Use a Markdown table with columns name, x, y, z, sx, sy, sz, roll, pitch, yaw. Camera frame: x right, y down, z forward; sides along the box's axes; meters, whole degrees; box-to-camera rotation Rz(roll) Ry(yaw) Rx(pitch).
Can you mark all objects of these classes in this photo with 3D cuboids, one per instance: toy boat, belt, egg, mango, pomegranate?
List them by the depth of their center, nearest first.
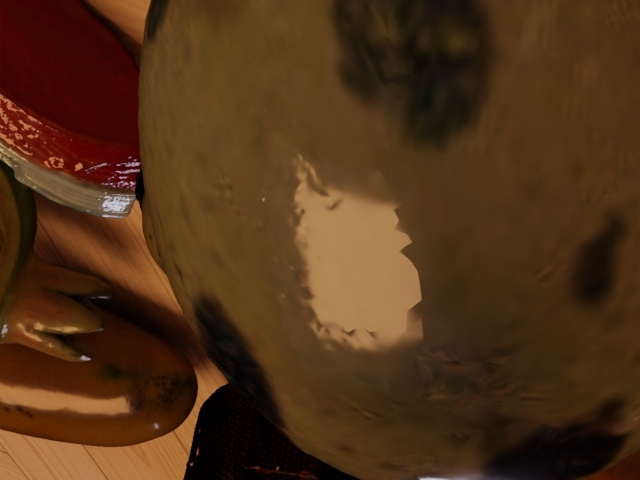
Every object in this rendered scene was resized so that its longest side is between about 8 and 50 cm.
| name | x | y | z | sx | sy | sz | roll | pitch | yaw |
| --- | --- | --- | --- | --- | --- | --- | --- | --- | --- |
| egg | 0.072 | -0.053 | 0.840 | 0.345 | 0.345 | 0.428 | 16 | 144 | 31 |
| toy boat | -0.270 | -0.145 | 1.278 | 0.332 | 0.145 | 0.133 | 43 | 141 | -7 |
| pomegranate | -0.391 | 0.030 | 1.578 | 0.359 | 0.309 | 0.216 | 19 | 173 | -14 |
| belt | -0.054 | 0.238 | 1.662 | 0.184 | 0.164 | 0.289 | 11 | 153 | -11 |
| mango | -0.279 | 0.143 | 1.724 | 0.317 | 0.172 | 0.211 | 13 | 167 | 18 |

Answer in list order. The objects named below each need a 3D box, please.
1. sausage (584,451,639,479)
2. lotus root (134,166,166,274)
| name | x | y | z | sx | sy | sz | roll | pitch | yaw |
| --- | --- | --- | --- | --- | --- | --- | --- | --- | --- |
| sausage | 0.193 | 0.168 | 1.314 | 0.270 | 0.109 | 0.109 | 39 | 154 | 8 |
| lotus root | 0.000 | 0.000 | 1.216 | 0.309 | 0.173 | 0.173 | 26 | 152 | 7 |
